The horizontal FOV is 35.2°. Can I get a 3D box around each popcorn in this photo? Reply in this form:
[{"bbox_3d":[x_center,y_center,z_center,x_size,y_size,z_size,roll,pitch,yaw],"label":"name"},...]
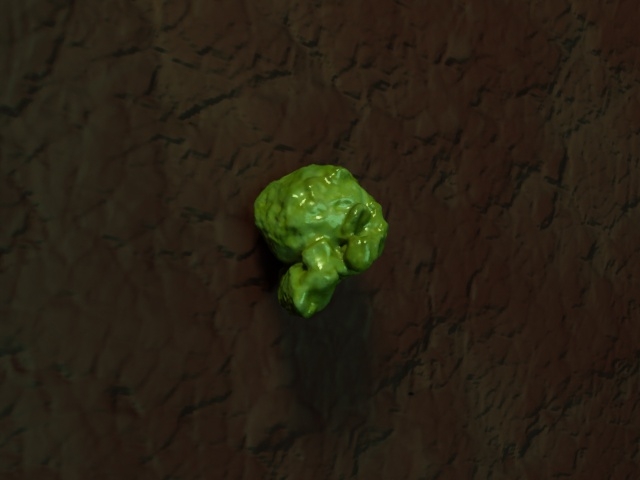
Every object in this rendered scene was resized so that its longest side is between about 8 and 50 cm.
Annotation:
[{"bbox_3d":[-0.002,0.000,0.504,0.068,0.059,0.083,15,76,3],"label":"popcorn"}]
